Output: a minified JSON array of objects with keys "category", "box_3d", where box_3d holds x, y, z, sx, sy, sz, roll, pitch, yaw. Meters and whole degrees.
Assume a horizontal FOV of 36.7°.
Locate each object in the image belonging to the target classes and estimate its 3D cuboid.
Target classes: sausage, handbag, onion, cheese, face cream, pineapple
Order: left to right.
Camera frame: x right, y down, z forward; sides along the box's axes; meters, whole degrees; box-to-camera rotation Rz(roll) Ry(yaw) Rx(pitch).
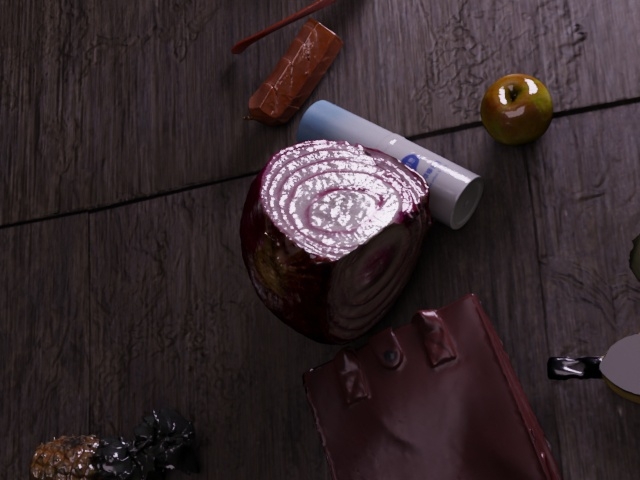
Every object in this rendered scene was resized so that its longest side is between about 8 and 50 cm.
[{"category":"pineapple","box_3d":[-0.273,0.298,1.301,0.237,0.111,0.119,-14,103,12]},{"category":"sausage","box_3d":[-0.040,-0.225,1.347,0.065,0.065,0.169,38,95,27]},{"category":"onion","box_3d":[-0.001,0.004,1.177,0.206,0.216,0.207,37,136,30]},{"category":"face cream","box_3d":[0.086,-0.101,1.248,0.250,0.077,0.077,29,90,27]},{"category":"handbag","box_3d":[0.126,0.232,1.148,0.260,0.084,0.275,-27,67,19]},{"category":"cheese","box_3d":[0.339,0.146,1.093,0.162,0.036,0.086,-4,78,24]}]

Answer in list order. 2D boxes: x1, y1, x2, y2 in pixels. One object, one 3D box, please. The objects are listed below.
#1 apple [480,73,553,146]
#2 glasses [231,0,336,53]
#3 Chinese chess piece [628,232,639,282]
[{"category":"apple","box_3d":[0.243,-0.162,1.195,0.089,0.074,0.089,-7,72,22]},{"category":"glasses","box_3d":[-0.058,-0.410,1.374,0.268,0.118,0.234,-28,68,16]},{"category":"Chinese chess piece","box_3d":[0.419,-0.041,0.984,0.101,0.250,0.250,34,92,24]}]
